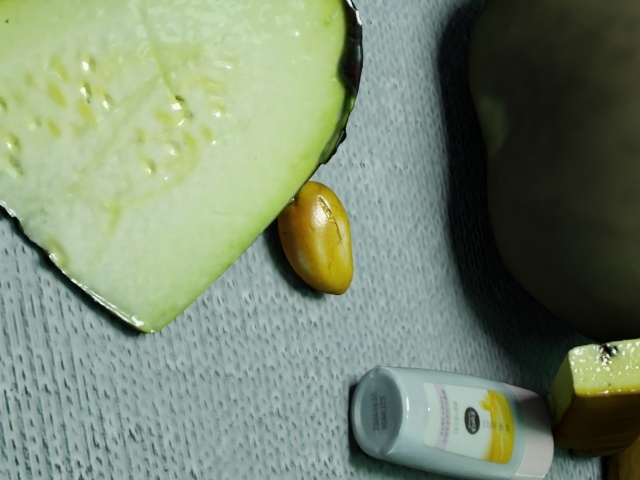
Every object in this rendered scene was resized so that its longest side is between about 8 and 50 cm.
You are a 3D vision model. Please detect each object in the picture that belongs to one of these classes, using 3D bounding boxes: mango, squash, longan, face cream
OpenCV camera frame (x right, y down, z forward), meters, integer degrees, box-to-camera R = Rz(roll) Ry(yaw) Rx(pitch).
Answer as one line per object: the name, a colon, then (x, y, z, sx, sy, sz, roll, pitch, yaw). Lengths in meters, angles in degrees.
mango: (0.000, 0.000, 0.854, 0.060, 0.046, 0.089, -45, 116, -44)
squash: (-0.095, -0.094, 0.705, 0.237, 0.155, 0.204, 50, 46, -27)
longan: (0.311, -0.088, 1.009, 0.405, 0.336, 0.404, 3, 72, -8)
face cream: (0.110, 0.145, 0.920, 0.198, 0.057, 0.084, 15, 65, -43)

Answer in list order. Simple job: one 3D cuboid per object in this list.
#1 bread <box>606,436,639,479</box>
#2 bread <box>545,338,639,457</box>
bread: (0.369, 0.214, 1.081, 0.143, 0.195, 0.269, 38, 50, -42)
bread: (0.234, 0.139, 0.982, 0.226, 0.088, 0.049, 85, -4, -67)
